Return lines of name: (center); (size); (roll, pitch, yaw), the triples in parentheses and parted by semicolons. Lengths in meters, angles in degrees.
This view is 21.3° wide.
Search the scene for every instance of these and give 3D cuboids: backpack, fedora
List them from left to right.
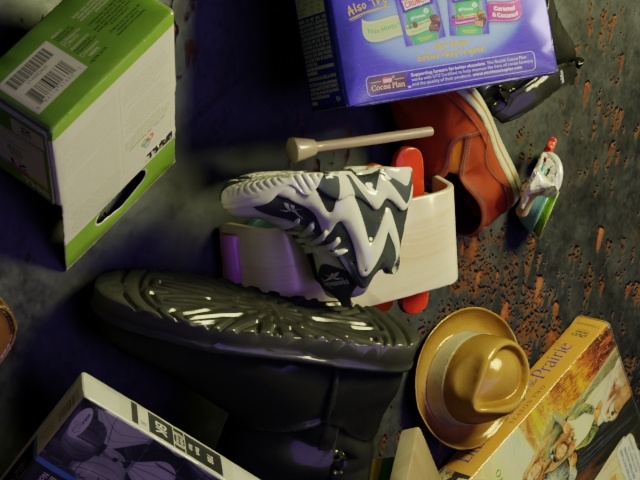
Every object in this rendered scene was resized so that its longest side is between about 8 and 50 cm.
fedora: (0.210, 0.179, 2.200); (0.194, 0.079, 0.194); (1, 88, -38)
backpack: (0.227, -0.223, 2.130); (0.182, 0.115, 0.152); (-48, 116, -28)

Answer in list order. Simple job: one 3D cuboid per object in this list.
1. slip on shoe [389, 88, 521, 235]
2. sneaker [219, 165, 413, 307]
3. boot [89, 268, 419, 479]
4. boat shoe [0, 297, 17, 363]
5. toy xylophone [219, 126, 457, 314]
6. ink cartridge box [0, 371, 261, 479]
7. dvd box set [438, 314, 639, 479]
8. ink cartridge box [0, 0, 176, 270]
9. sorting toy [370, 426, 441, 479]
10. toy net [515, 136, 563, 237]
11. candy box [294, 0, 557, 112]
slip on shoe: (0.143, -0.124, 2.069); (0.101, 0.123, 0.331); (-53, 135, -19)
sneaker: (0.000, 0.000, 1.828); (0.235, 0.094, 0.153); (-6, 96, -42)
boot: (-0.117, 0.275, 1.865); (0.367, 0.146, 0.445); (12, 108, -16)
boat shoe: (-0.387, 0.159, 1.591); (0.307, 0.104, 0.111); (-43, 125, -31)
toy xylophone: (0.039, -0.017, 1.956); (0.322, 0.081, 0.236); (-4, 104, -32)
ink cartridge box: (-0.155, 0.288, 1.751); (0.332, 0.065, 0.165); (33, 102, -20)
dvd box set: (0.304, 0.350, 2.359); (0.420, 0.062, 0.308); (-42, 125, -32)
ink cartridge box: (-0.237, -0.115, 1.709); (0.189, 0.097, 0.255); (-49, 163, -28)
sorting toy: (0.100, 0.406, 2.048); (0.255, 0.089, 0.257); (-71, 144, -56)
toy net: (0.293, -0.078, 2.190); (0.122, 0.045, 0.232); (-64, 174, -4)
candy box: (0.102, -0.318, 1.887); (0.268, 0.122, 0.317); (-10, 95, -22)
